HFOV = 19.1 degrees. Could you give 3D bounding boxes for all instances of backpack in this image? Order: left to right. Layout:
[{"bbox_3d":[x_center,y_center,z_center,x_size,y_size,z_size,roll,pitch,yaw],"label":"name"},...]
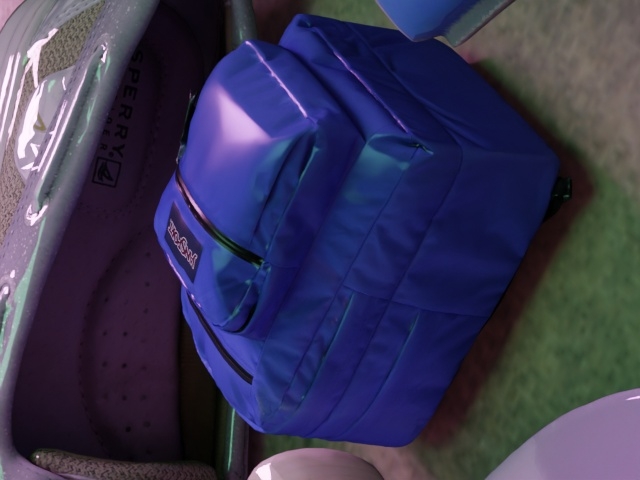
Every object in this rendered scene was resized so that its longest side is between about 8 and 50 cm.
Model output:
[{"bbox_3d":[0.000,0.000,0.595,0.098,0.101,0.120,58,134,51],"label":"backpack"}]

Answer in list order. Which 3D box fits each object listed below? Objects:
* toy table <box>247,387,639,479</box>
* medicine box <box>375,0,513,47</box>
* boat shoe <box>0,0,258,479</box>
[{"bbox_3d":[0.013,0.159,0.494,0.252,0.161,0.274,35,114,52],"label":"toy table"},{"bbox_3d":[0.029,-0.227,0.378,0.289,0.149,0.263,52,157,0],"label":"medicine box"},{"bbox_3d":[-0.074,0.048,0.681,0.103,0.118,0.320,-17,63,58],"label":"boat shoe"}]
